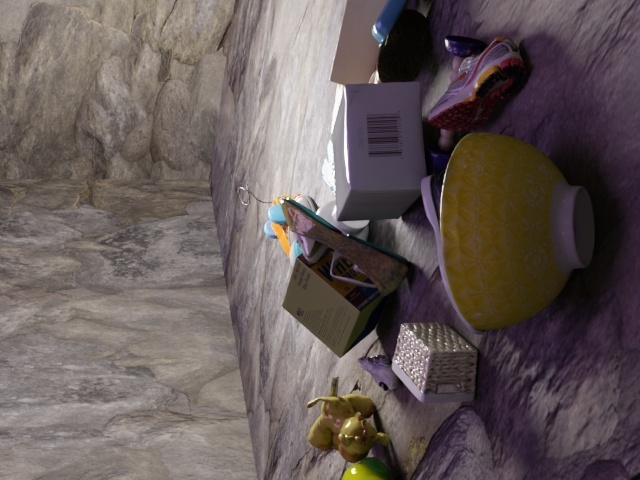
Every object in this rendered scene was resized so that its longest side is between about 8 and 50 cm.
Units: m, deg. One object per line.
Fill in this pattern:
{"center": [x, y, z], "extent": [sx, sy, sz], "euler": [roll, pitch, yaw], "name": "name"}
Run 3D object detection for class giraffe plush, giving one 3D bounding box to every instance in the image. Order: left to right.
{"center": [0.076, 0.459, 2.095], "extent": [0.170, 0.181, 0.210], "euler": [45, 152, 51], "name": "giraffe plush"}

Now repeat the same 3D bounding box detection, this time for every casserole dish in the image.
{"center": [0.157, -0.491, 1.803], "extent": [0.188, 0.037, 0.114], "euler": [-59, 2, 3], "name": "casserole dish"}

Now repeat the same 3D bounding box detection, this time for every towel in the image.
{"center": [0.071, -0.278, 2.273], "extent": [0.271, 0.040, 0.370], "euler": [-117, 30, -55], "name": "towel"}

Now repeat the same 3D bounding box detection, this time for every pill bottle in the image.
{"center": [0.030, -0.007, 2.208], "extent": [0.264, 0.146, 0.146], "euler": [130, 138, -52], "name": "pill bottle"}

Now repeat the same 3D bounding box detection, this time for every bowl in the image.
{"center": [0.298, -0.017, 1.235], "extent": [0.156, 0.289, 0.289], "euler": [-3, 87, 32], "name": "bowl"}

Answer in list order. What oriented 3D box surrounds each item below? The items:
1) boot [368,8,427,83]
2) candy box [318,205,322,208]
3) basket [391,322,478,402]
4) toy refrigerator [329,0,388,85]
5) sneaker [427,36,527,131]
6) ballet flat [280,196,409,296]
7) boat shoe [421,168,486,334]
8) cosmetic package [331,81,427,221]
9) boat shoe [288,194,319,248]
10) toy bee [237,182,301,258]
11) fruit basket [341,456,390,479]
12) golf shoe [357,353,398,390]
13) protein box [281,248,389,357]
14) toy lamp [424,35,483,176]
{"center": [0.143, -0.329, 1.863], "extent": [0.236, 0.089, 0.269], "euler": [-65, 1, -33], "name": "boot"}
{"center": [0.000, 0.000, 2.511], "extent": [0.109, 0.053, 0.186], "euler": [-140, 50, -68], "name": "candy box"}
{"center": [0.219, 0.230, 1.664], "extent": [0.167, 0.113, 0.103], "euler": [-138, 51, -68], "name": "basket"}
{"center": [0.103, -0.487, 1.994], "extent": [0.094, 0.102, 0.269], "euler": [-66, -8, -47], "name": "toy refrigerator"}
{"center": [0.269, -0.263, 1.498], "extent": [0.225, 0.088, 0.092], "euler": [-37, 45, 47], "name": "sneaker"}
{"center": [0.031, 0.020, 1.963], "extent": [0.349, 0.123, 0.123], "euler": [28, 131, 19], "name": "ballet flat"}
{"center": [0.261, 0.011, 1.522], "extent": [0.091, 0.114, 0.302], "euler": [-23, 78, 31], "name": "boat shoe"}
{"center": [0.112, -0.171, 1.799], "extent": [0.385, 0.156, 0.217], "euler": [107, 160, -84], "name": "cosmetic package"}
{"center": [-0.011, 0.040, 2.410], "extent": [0.112, 0.095, 0.335], "euler": [-16, 79, 36], "name": "boat shoe"}
{"center": [-0.106, -0.088, 2.756], "extent": [0.298, 0.162, 0.195], "euler": [61, 151, 5], "name": "toy bee"}
{"center": [0.119, 0.673, 1.918], "extent": [0.392, 0.283, 0.392], "euler": [-54, -15, -22], "name": "fruit basket"}
{"center": [0.136, 0.313, 2.046], "extent": [0.176, 0.069, 0.086], "euler": [165, 97, -74], "name": "golf shoe"}
{"center": [0.039, 0.129, 2.075], "extent": [0.201, 0.136, 0.199], "euler": [40, 141, 19], "name": "protein box"}
{"center": [0.244, -0.235, 1.611], "extent": [0.080, 0.080, 0.274], "euler": [-121, 34, -60], "name": "toy lamp"}
